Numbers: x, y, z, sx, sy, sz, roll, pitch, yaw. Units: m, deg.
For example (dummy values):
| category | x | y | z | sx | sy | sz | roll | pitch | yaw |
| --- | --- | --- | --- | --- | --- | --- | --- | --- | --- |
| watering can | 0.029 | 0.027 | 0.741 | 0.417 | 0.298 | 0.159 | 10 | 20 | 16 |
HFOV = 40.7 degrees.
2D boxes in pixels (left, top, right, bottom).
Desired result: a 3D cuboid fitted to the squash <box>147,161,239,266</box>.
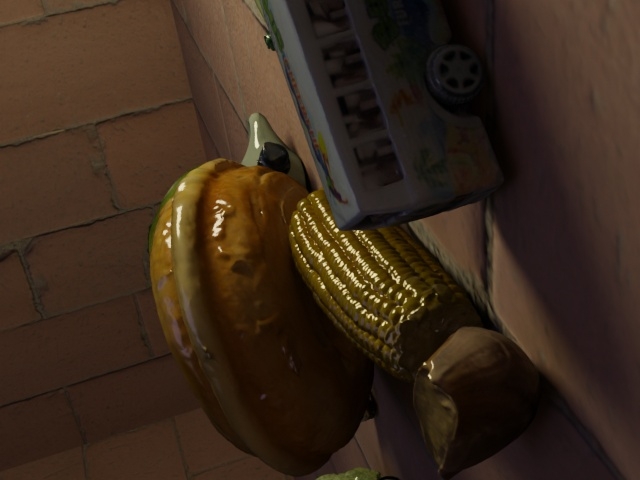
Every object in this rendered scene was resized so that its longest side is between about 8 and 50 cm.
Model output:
| category | x | y | z | sx | sy | sz | roll | pitch | yaw |
| --- | --- | --- | --- | --- | --- | --- | --- | --- | --- |
| squash | -0.187 | -0.049 | 1.788 | 0.310 | 0.310 | 0.309 | 69 | 153 | 23 |

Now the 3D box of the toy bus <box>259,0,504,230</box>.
| category | x | y | z | sx | sy | sz | roll | pitch | yaw |
| --- | --- | --- | --- | --- | --- | --- | --- | --- | --- |
| toy bus | 0.031 | -0.174 | 0.688 | 0.109 | 0.136 | 0.329 | 138 | 114 | -76 |

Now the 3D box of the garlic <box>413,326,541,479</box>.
| category | x | y | z | sx | sy | sz | roll | pitch | yaw |
| --- | --- | --- | --- | --- | --- | --- | --- | --- | --- |
| garlic | 0.130 | 0.133 | 0.728 | 0.087 | 0.101 | 0.195 | 50 | 163 | 28 |

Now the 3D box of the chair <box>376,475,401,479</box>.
| category | x | y | z | sx | sy | sz | roll | pitch | yaw |
| --- | --- | --- | --- | --- | --- | --- | --- | --- | --- |
| chair | 0.120 | 0.504 | 1.235 | 0.325 | 0.160 | 0.170 | -135 | 31 | -61 |

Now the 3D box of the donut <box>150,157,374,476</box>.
| category | x | y | z | sx | sy | sz | roll | pitch | yaw |
| --- | --- | --- | --- | --- | --- | --- | --- | --- | --- |
| donut | -0.070 | 0.096 | 1.182 | 0.449 | 0.198 | 0.449 | 56 | -158 | -38 |

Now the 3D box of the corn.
| category | x | y | z | sx | sy | sz | roll | pitch | yaw |
| --- | --- | --- | --- | --- | --- | --- | --- | --- | --- |
| corn | 0.056 | 0.039 | 0.921 | 0.344 | 0.131 | 0.131 | -131 | 27 | -63 |

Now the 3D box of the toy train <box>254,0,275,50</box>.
| category | x | y | z | sx | sy | sz | roll | pitch | yaw |
| --- | --- | --- | --- | --- | --- | --- | --- | --- | --- |
| toy train | -0.012 | -0.235 | 0.933 | 0.177 | 0.116 | 0.285 | 67 | 177 | -50 |

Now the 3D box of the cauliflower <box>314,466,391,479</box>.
| category | x | y | z | sx | sy | sz | roll | pitch | yaw |
| --- | --- | --- | --- | --- | --- | --- | --- | --- | --- |
| cauliflower | 0.054 | 0.539 | 1.489 | 0.250 | 0.272 | 0.275 | 42 | -150 | -42 |

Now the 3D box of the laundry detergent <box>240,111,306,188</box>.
| category | x | y | z | sx | sy | sz | roll | pitch | yaw |
| --- | --- | --- | --- | --- | --- | --- | --- | --- | --- |
| laundry detergent | -0.089 | -0.108 | 1.505 | 0.280 | 0.105 | 0.214 | 94 | 160 | -66 |

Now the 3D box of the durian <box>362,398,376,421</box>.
| category | x | y | z | sx | sy | sz | roll | pitch | yaw |
| --- | --- | --- | --- | --- | --- | --- | --- | --- | --- |
| durian | 0.058 | 0.276 | 1.439 | 0.130 | 0.066 | 0.052 | 72 | 175 | -52 |
